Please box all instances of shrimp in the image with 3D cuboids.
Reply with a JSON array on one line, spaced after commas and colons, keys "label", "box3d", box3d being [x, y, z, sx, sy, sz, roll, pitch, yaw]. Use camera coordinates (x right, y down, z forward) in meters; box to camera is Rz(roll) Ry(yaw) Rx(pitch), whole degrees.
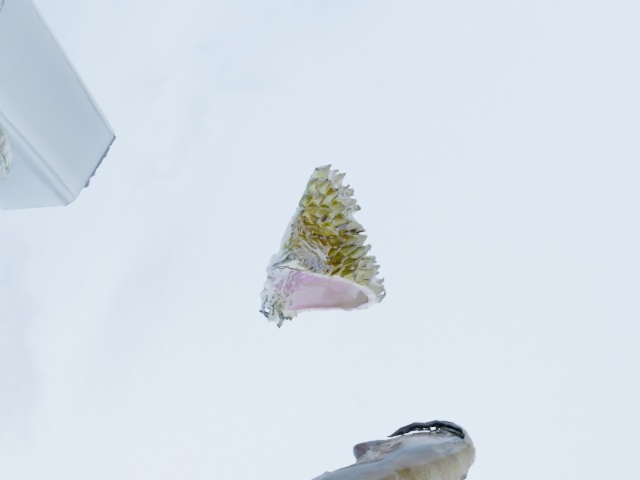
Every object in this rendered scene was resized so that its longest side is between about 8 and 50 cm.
[{"label": "shrimp", "box3d": [0.010, 0.223, 0.783, 0.262, 0.117, 0.066, -16, 90, -7]}]

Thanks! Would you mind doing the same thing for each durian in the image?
[{"label": "durian", "box3d": [0.001, -0.005, 1.304, 0.305, 0.185, 0.196, 77, 15, -66]}]

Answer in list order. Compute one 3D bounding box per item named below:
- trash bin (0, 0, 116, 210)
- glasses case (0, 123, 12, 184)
[{"label": "trash bin", "box3d": [-0.481, -0.228, 1.366, 0.368, 0.296, 0.256, 58, 40, -40]}, {"label": "glasses case", "box3d": [-0.586, -0.142, 1.133, 0.156, 0.425, 0.098, 83, 20, -54]}]
